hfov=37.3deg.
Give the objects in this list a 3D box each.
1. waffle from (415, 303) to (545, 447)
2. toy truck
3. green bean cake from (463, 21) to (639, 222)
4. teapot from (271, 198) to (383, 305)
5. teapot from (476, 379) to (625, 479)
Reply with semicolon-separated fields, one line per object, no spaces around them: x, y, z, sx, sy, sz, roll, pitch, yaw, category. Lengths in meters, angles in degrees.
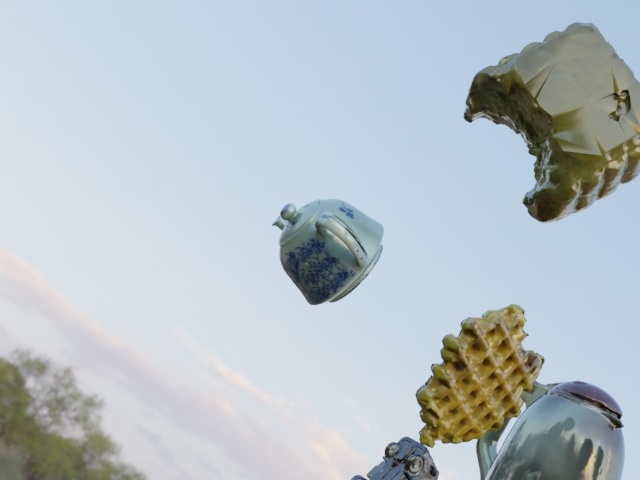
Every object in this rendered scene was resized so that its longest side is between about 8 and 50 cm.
0.268;0.220;1.540;0.051;0.291;0.291;40;-15;45;waffle
0.095;0.398;1.455;0.074;0.202;0.088;16;-39;57;toy truck
0.344;-0.171;1.340;0.236;0.233;0.124;60;-1;21;green bean cake
0.000;0.000;1.374;0.159;0.159;0.232;43;-14;-14;teapot
0.420;0.404;1.775;0.233;0.312;0.315;28;-8;-35;teapot
